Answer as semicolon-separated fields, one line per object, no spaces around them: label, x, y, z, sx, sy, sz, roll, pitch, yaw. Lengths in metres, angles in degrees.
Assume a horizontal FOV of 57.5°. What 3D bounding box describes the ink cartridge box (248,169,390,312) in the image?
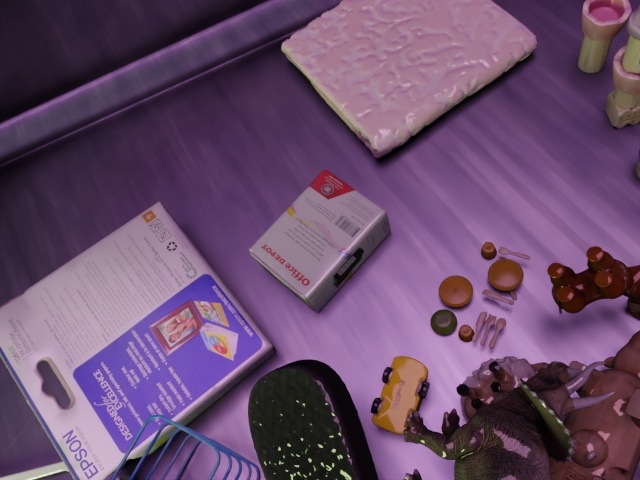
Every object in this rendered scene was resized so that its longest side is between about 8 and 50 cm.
ink cartridge box;0.000;0.000;0.880;0.127;0.072;0.175;38;79;26

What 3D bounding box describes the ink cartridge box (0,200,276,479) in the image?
ink cartridge box;-0.275;0.140;0.850;0.307;0.072;0.303;-37;71;-12

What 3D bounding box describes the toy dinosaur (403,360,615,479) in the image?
toy dinosaur;0.168;0.253;0.576;0.160;0.121;0.313;0;66;44

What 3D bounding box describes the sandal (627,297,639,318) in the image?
sandal;0.485;0.087;0.731;0.180;0.072;0.049;14;48;24

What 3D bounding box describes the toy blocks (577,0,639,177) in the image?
toy blocks;0.537;-0.260;0.765;0.288;0.260;0.309;-13;63;7

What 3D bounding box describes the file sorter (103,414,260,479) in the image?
file sorter;-0.161;0.299;0.727;0.118;0.170;0.104;22;68;22

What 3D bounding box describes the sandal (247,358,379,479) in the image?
sandal;0.047;0.348;0.650;0.167;0.107;0.445;-20;80;30

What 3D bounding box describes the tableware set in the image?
tableware set;0.222;0.073;0.822;0.104;0.024;0.154;19;72;25

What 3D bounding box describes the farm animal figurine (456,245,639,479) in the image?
farm animal figurine;0.367;0.185;0.651;0.327;0.172;0.330;-50;49;9

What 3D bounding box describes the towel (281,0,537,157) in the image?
towel;0.141;-0.333;1.015;0.332;0.053;0.317;-36;61;-5

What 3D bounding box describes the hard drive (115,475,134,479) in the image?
hard drive;-0.350;0.503;0.736;0.353;0.047;0.233;-34;67;-4

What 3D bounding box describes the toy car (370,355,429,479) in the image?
toy car;0.086;0.294;0.732;0.239;0.053;0.225;-36;63;-4

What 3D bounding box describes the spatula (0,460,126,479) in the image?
spatula;-0.384;0.385;0.828;0.242;0.019;0.168;-17;68;7
